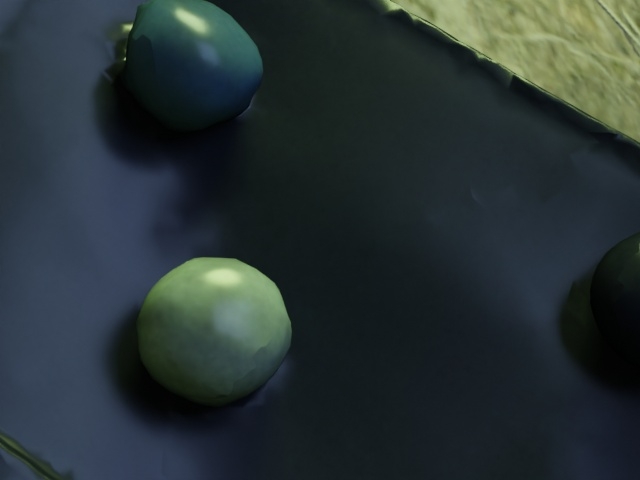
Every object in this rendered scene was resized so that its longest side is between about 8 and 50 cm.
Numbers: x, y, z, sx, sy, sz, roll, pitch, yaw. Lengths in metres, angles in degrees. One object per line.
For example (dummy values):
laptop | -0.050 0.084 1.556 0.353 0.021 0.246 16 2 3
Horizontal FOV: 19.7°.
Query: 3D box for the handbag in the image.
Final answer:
handbag | 0.016 0.089 0.416 0.326 0.118 0.269 29 64 8
